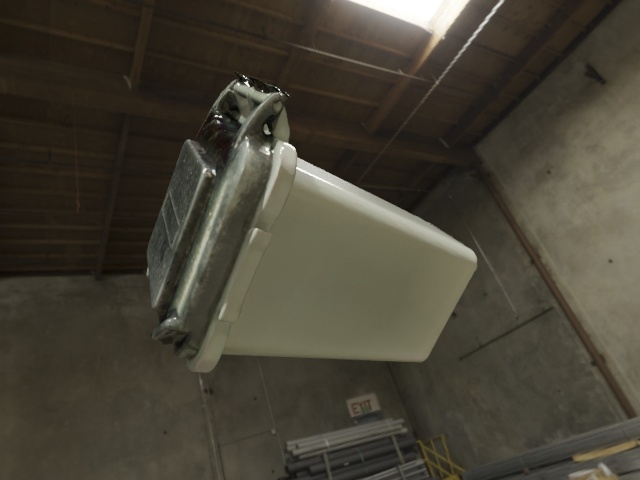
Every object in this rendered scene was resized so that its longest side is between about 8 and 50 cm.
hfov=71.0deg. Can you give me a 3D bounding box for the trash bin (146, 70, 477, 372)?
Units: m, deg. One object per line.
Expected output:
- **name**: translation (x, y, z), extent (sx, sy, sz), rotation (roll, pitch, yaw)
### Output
- **trash bin**: translation (0.000, 0.000, 0.566), extent (0.367, 0.256, 0.296), rotation (17, -77, -28)
